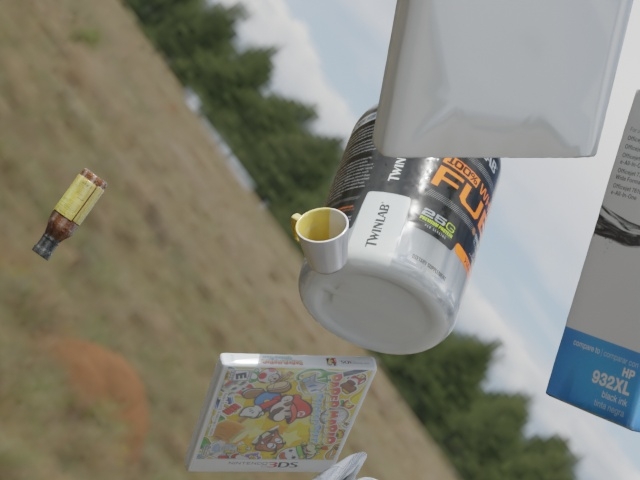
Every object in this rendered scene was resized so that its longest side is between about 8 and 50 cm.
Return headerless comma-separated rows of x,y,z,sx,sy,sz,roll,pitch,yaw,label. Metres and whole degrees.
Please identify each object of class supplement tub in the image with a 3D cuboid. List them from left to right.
0.112,-0.041,2.292,0.207,0.207,0.338,54,43,-39,supplement tub

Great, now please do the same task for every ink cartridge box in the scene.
0.372,0.033,1.686,0.223,0.307,0.129,15,3,-33,ink cartridge box

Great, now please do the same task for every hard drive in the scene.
0.165,-0.213,1.464,0.040,0.203,0.307,-121,-144,-55,hard drive

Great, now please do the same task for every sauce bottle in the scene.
-0.329,-0.033,2.327,0.042,0.128,0.042,37,-5,4,sauce bottle

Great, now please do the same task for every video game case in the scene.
-0.055,0.228,2.330,0.227,0.206,0.026,110,-25,-43,video game case

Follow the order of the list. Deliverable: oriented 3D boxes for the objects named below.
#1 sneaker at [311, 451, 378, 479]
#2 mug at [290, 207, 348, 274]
0.009,0.361,2.085,0.137,0.210,0.366,56,4,14,sneaker
0.004,0.001,2.093,0.078,0.062,0.064,-110,-172,-49,mug
